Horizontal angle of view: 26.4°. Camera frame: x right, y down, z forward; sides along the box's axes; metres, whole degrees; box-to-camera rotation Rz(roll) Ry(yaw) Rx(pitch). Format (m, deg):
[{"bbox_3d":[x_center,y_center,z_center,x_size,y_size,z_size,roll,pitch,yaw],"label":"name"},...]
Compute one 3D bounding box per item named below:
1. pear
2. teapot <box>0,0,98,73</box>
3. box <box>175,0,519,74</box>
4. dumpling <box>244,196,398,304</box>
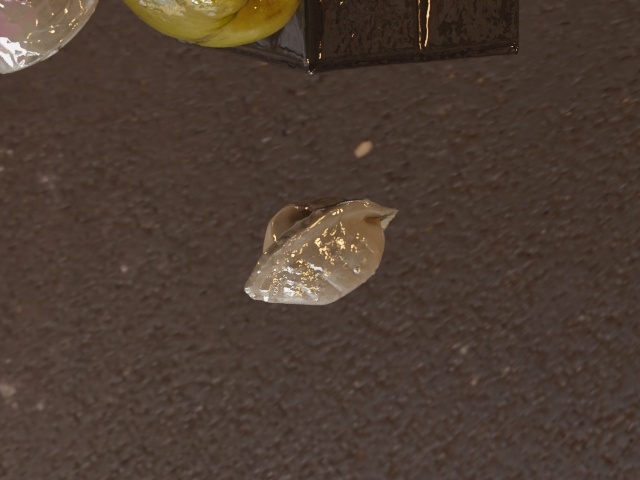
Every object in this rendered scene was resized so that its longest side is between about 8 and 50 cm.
[{"bbox_3d":[-0.078,-0.241,0.973,0.200,0.200,0.200,7,106,26],"label":"pear"},{"bbox_3d":[-0.320,-0.289,1.337,0.163,0.221,0.178,-35,129,10],"label":"teapot"},{"bbox_3d":[0.015,-0.304,1.446,0.345,0.251,0.204,25,120,58],"label":"box"},{"bbox_3d":[0.001,0.000,1.511,0.176,0.092,0.150,-2,141,-8],"label":"dumpling"}]
